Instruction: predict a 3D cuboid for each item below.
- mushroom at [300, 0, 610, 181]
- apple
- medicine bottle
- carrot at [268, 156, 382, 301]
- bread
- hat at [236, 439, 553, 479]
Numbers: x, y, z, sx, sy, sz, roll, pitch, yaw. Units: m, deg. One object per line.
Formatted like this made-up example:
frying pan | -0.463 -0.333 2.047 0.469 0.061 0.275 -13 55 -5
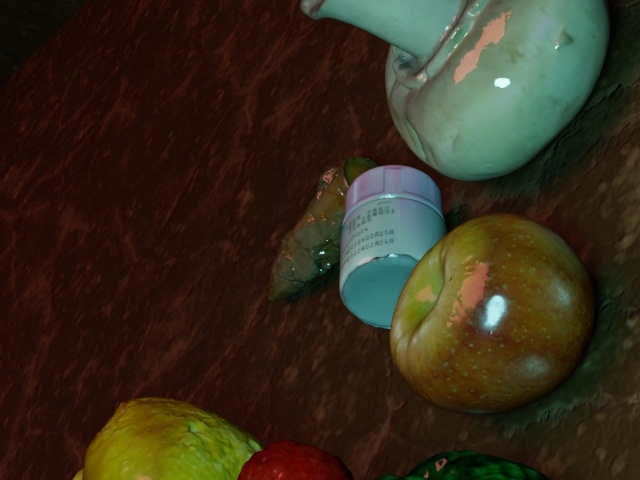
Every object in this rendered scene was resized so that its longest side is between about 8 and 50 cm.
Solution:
mushroom | 0.151 -0.237 2.019 0.314 0.336 0.314 -53 24 35
apple | 0.182 0.083 1.819 0.235 0.173 0.210 -19 51 67
medicine bottle | 0.089 0.006 2.105 0.135 0.135 0.168 -40 32 36
carrot | 0.000 0.000 2.347 0.263 0.102 0.102 -49 27 36
bread | -0.092 0.339 1.832 0.250 0.394 0.361 -45 22 -4
hat | 0.068 0.298 1.608 0.274 0.332 0.242 -52 25 23
